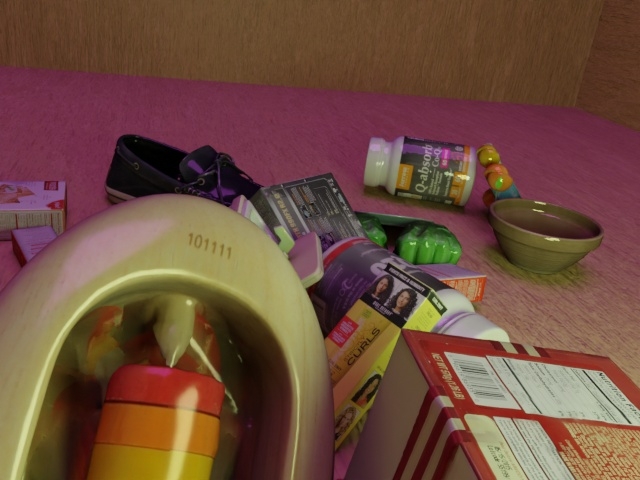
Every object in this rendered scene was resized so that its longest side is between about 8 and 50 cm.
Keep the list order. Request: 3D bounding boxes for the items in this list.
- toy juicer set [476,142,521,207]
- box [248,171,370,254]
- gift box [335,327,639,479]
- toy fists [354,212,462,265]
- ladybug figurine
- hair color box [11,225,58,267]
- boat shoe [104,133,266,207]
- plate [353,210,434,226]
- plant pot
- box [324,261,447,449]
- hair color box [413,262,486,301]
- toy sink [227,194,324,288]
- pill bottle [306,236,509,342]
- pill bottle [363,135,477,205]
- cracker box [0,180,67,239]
[{"bbox_3d":[0.439,-0.148,1.576,0.089,0.209,0.329,-28,15,17],"label":"toy juicer set"},{"bbox_3d":[0.000,0.000,1.099,0.183,0.056,0.231,-19,75,-44],"label":"box"},{"bbox_3d":[0.131,0.239,0.499,0.276,0.258,0.255,11,23,-11],"label":"gift box"},{"bbox_3d":[0.140,0.008,1.239,0.279,0.096,0.142,9,11,6],"label":"toy fists"},{"bbox_3d":[-0.144,0.184,0.486,0.305,0.450,0.162,22,-28,-24],"label":"ladybug figurine"},{"bbox_3d":[-0.489,0.022,1.082,0.071,0.043,0.141,-9,27,-33],"label":"hair color box"},{"bbox_3d":[-0.246,-0.118,1.337,0.499,0.156,0.187,16,23,16],"label":"boat shoe"},{"bbox_3d":[0.161,-0.044,1.392,0.188,0.024,0.188,8,1,0],"label":"plate"},{"bbox_3d":[0.472,-0.001,1.335,0.237,0.110,0.237,7,24,-3],"label":"plant pot"},{"bbox_3d":[0.049,0.143,0.768,0.087,0.232,0.058,35,-8,45],"label":"box"},{"bbox_3d":[0.205,0.079,1.105,0.167,0.054,0.093,0,13,-37],"label":"hair color box"},{"bbox_3d":[-0.129,0.030,0.923,0.234,0.131,0.153,-29,23,11],"label":"toy sink"},{"bbox_3d":[0.118,0.118,0.895,0.161,0.161,0.283,-12,30,-37],"label":"pill bottle"},{"bbox_3d":[0.260,-0.188,1.632,0.278,0.162,0.162,9,24,5],"label":"pill bottle"},{"bbox_3d":[-0.618,-0.061,1.204,0.232,0.067,0.156,-1,26,-21],"label":"cracker box"}]
